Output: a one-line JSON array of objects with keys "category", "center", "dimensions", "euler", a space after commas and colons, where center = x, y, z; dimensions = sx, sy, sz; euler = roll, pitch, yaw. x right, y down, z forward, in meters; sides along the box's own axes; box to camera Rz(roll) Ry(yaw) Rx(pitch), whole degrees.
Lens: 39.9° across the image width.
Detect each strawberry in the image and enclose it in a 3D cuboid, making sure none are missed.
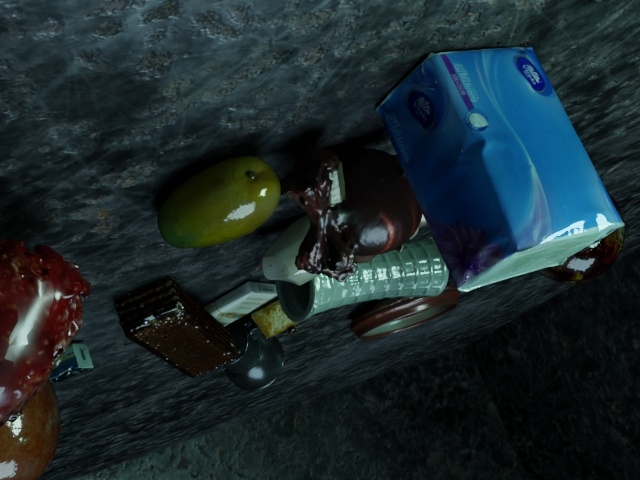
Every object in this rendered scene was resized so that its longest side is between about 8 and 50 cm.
[{"category": "strawberry", "center": [-0.401, 0.097, 1.001], "dimensions": [0.274, 0.220, 0.274], "euler": [-40, -160, 18]}]

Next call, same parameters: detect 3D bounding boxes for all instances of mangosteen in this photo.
[{"category": "mangosteen", "center": [0.500, -0.010, 1.876], "dimensions": [0.231, 0.231, 0.289], "euler": [-14, 169, -31]}]

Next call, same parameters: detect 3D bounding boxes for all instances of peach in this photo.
[{"category": "peach", "center": [-0.540, 0.301, 1.415], "dimensions": [0.252, 0.252, 0.252], "euler": [-21, 165, -6]}]

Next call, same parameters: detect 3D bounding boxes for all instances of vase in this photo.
[{"category": "vase", "center": [0.082, 0.060, 1.585], "dimensions": [0.298, 0.143, 0.143], "euler": [-6, 158, -29]}]

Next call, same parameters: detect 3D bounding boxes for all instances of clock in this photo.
[{"category": "clock", "center": [0.232, 0.188, 2.427], "dimensions": [0.318, 0.080, 0.318], "euler": [-17, 167, -4]}]

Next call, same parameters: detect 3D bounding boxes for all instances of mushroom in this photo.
[{"category": "mushroom", "center": [0.001, 0.001, 1.421], "dimensions": [0.212, 0.097, 0.088], "euler": [-31, -168, -9]}]

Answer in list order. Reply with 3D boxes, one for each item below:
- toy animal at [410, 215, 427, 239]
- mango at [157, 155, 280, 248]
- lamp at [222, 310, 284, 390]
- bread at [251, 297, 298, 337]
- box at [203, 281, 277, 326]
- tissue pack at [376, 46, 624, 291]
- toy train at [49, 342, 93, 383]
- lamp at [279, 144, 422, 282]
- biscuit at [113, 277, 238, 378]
[{"category": "toy animal", "center": [0.164, -0.066, 1.462], "dimensions": [0.083, 0.089, 0.150], "euler": [-19, 156, 0]}, {"category": "mango", "center": [-0.134, -0.041, 1.122], "dimensions": [0.130, 0.092, 0.194], "euler": [-12, 170, -41]}, {"category": "lamp", "center": [-0.173, 0.234, 1.934], "dimensions": [0.172, 0.147, 0.227], "euler": [-36, 157, -1]}, {"category": "bread", "center": [-0.059, 0.138, 1.793], "dimensions": [0.149, 0.073, 0.122], "euler": [-29, -172, 29]}, {"category": "box", "center": [-0.195, 0.143, 1.748], "dimensions": [0.220, 0.032, 0.122], "euler": [-29, 164, 21]}, {"category": "tissue pack", "center": [0.220, -0.094, 1.100], "dimensions": [0.198, 0.263, 0.146], "euler": [-12, 161, -34]}, {"category": "toy train", "center": [-0.529, 0.252, 1.608], "dimensions": [0.234, 0.051, 0.052], "euler": [-23, 165, 14]}, {"category": "lamp", "center": [0.058, -0.054, 1.211], "dimensions": [0.151, 0.215, 0.223], "euler": [4, -147, 26]}, {"category": "biscuit", "center": [-0.251, 0.166, 1.598], "dimensions": [0.107, 0.073, 0.388], "euler": [-24, 159, 1]}]
